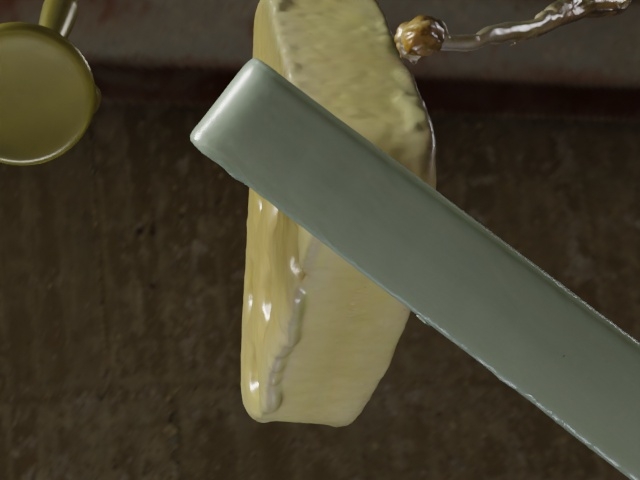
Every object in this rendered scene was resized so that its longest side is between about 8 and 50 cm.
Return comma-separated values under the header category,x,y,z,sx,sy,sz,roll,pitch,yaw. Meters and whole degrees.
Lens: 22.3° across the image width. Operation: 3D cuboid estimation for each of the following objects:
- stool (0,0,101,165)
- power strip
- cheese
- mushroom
category,x,y,z,sx,sy,sz,roll,pitch,yaw
stool,-0.228,-0.125,1.247,0.135,0.134,0.110,30,-163,-19
power strip,0.105,0.044,0.811,0.385,0.091,0.062,37,-87,6
cheese,0.001,0.001,1.342,0.104,0.384,0.383,3,-112,-10
mushroom,0.112,-0.111,0.818,0.028,0.026,0.286,47,-149,14
